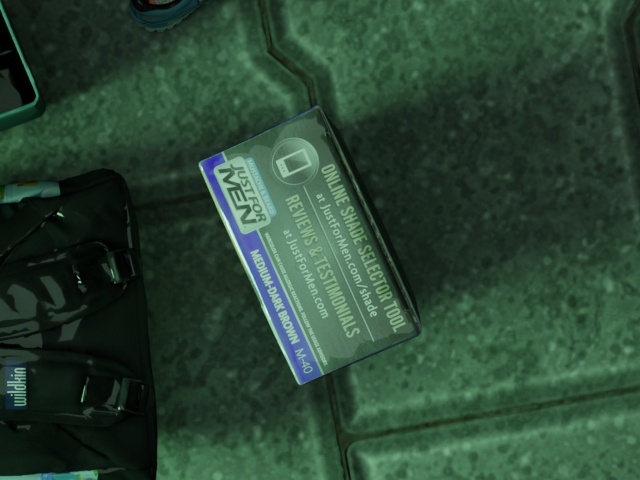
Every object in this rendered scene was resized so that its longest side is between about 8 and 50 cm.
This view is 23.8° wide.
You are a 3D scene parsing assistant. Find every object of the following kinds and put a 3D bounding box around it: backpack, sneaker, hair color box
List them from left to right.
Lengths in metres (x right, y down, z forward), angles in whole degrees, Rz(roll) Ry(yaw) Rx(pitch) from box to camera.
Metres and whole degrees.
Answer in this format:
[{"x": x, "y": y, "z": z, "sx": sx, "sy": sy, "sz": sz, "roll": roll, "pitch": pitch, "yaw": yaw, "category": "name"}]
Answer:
[{"x": -0.344, "y": 0.094, "z": 1.335, "sx": 0.356, "sy": 0.273, "sz": 0.290, "roll": -8, "pitch": 93, "yaw": -19, "category": "backpack"}, {"x": -0.106, "y": -0.248, "z": 1.392, "sx": 0.162, "sy": 0.073, "sz": 0.063, "roll": -37, "pitch": 89, "yaw": 2, "category": "sneaker"}, {"x": 0.000, "y": 0.000, "z": 1.258, "sx": 0.110, "sy": 0.339, "sz": 0.185, "roll": -25, "pitch": 90, "yaw": 2, "category": "hair color box"}]

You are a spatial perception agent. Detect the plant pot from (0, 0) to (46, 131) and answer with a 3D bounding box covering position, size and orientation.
[{"x": -0.337, "y": -0.154, "z": 1.319, "sx": 0.165, "sy": 0.234, "sz": 0.165, "roll": -22, "pitch": 91, "yaw": -4, "category": "plant pot"}]
